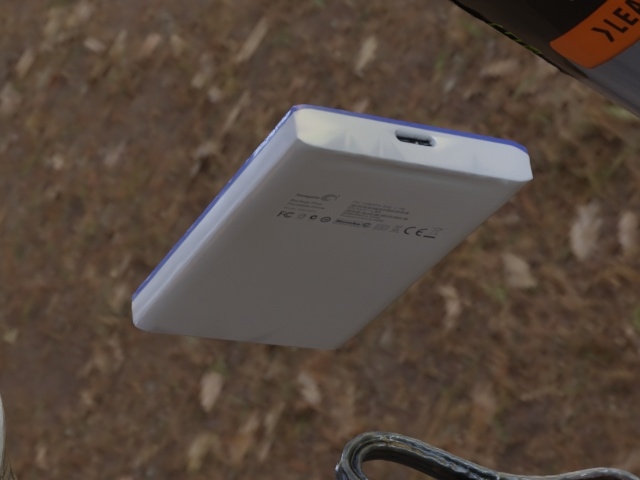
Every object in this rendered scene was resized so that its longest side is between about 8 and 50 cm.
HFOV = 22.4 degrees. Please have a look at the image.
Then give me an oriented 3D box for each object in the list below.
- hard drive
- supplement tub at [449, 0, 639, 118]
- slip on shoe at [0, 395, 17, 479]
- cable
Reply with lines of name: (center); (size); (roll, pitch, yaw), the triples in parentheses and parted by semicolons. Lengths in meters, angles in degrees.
hard drive: (0.000, 0.000, 1.342); (0.318, 0.210, 0.040); (-45, 45, 49)
supplement tub: (0.050, -0.186, 0.485); (0.207, 0.338, 0.207); (-57, 10, 16)
slip on shoe: (-0.238, 0.168, 1.154); (0.051, 0.041, 0.135); (10, 100, 39)
cable: (0.160, 0.195, 1.238); (0.139, 0.287, 0.072); (-64, 4, -37)
